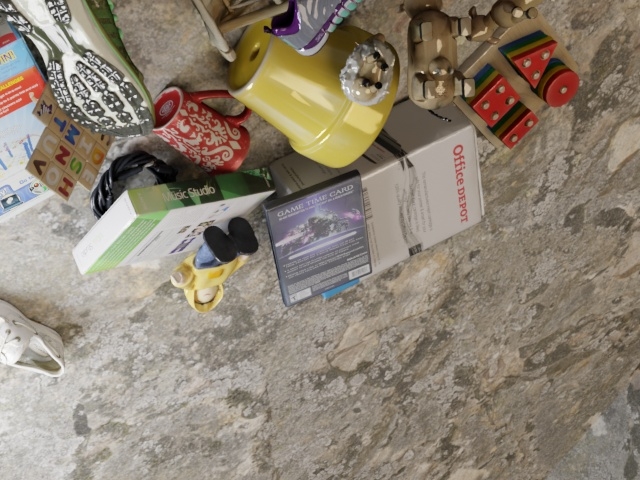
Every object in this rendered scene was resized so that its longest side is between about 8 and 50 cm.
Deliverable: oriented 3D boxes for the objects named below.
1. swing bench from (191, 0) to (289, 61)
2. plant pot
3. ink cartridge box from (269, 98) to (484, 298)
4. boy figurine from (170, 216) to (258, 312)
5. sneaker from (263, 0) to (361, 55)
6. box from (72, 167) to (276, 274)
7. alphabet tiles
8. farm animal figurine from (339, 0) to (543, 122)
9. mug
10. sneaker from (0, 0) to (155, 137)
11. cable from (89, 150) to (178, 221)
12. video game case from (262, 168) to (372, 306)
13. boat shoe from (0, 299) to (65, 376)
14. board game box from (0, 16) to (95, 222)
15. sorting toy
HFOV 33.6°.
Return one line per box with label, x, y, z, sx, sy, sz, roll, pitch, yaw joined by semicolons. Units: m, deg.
swing bench;-0.125;-0.474;1.707;0.254;0.165;0.253;-31;139;0
plant pot;-0.025;-0.288;1.894;0.239;0.254;0.254;23;112;-28
ink cartridge box;0.124;-0.098;2.205;0.395;0.166;0.285;-25;137;-11
boy figurine;-0.220;0.058;2.094;0.177;0.092;0.285;-20;162;-31
sneaker;0.004;-0.395;1.676;0.098;0.083;0.224;19;120;-35
box;-0.267;-0.038;1.950;0.322;0.058;0.232;-15;163;-45
alphabet tiles;-0.403;-0.193;1.754;0.237;0.009;0.198;-69;152;-16
farm animal figurine;0.213;-0.367;1.797;0.330;0.172;0.327;11;98;-13
mug;-0.217;-0.215;1.927;0.169;0.113;0.150;33;76;-42
sneaker;-0.354;-0.336;1.651;0.158;0.182;0.410;-2;138;23
cable;-0.354;-0.080;1.979;0.150;0.047;0.184;15;119;-45
video game case;0.000;0.000;2.074;0.196;0.026;0.274;-21;135;-12
boat shoe;-0.590;0.190;2.020;0.098;0.096;0.277;-47;138;11
board game box;-0.569;-0.164;1.727;0.308;0.086;0.302;-29;138;-10
sorting toy;0.428;-0.333;2.267;0.255;0.089;0.257;-45;138;8
